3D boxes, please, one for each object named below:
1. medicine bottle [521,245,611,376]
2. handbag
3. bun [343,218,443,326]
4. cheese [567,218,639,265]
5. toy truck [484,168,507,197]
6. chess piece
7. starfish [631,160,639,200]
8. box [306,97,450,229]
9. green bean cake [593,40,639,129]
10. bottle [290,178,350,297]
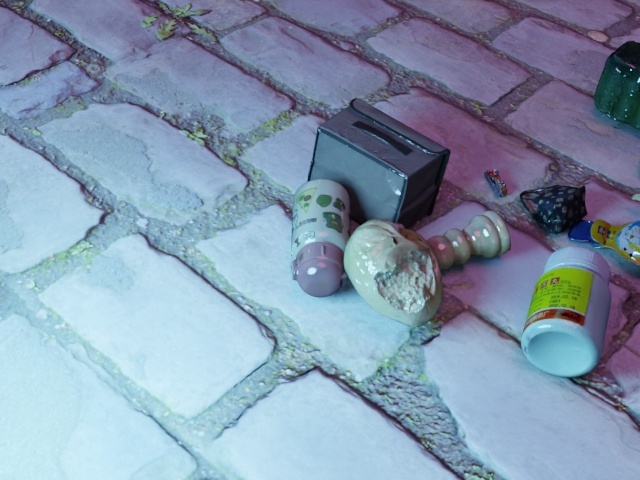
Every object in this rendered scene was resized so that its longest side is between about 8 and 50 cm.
[{"bbox_3d":[0.452,0.127,1.533,0.139,0.139,0.225,18,45,13],"label":"medicine bottle"},{"bbox_3d":[0.489,-0.084,1.818,0.115,0.072,0.139,-31,38,-28],"label":"handbag"},{"bbox_3d":[0.146,0.046,1.556,0.209,0.116,0.237,15,38,-37],"label":"bun"},{"bbox_3d":[0.643,-0.001,1.746,0.250,0.064,0.156,10,41,22],"label":"cheese"},{"bbox_3d":[0.393,-0.130,1.883,0.032,0.024,0.083,-25,48,9],"label":"toy truck"},{"bbox_3d":[0.285,0.008,1.681,0.170,0.094,0.094,-19,48,-19],"label":"chess piece"},{"bbox_3d":[0.840,-0.111,1.886,0.302,0.060,0.299,27,41,29],"label":"starfish"},{"bbox_3d":[0.111,-0.147,1.759,0.252,0.188,0.153,35,48,24],"label":"box"},{"bbox_3d":[0.874,-0.385,2.106,0.300,0.169,0.308,31,48,22],"label":"green bean cake"},{"bbox_3d":[0.000,0.000,1.633,0.120,0.120,0.253,4,42,-2],"label":"bottle"}]
